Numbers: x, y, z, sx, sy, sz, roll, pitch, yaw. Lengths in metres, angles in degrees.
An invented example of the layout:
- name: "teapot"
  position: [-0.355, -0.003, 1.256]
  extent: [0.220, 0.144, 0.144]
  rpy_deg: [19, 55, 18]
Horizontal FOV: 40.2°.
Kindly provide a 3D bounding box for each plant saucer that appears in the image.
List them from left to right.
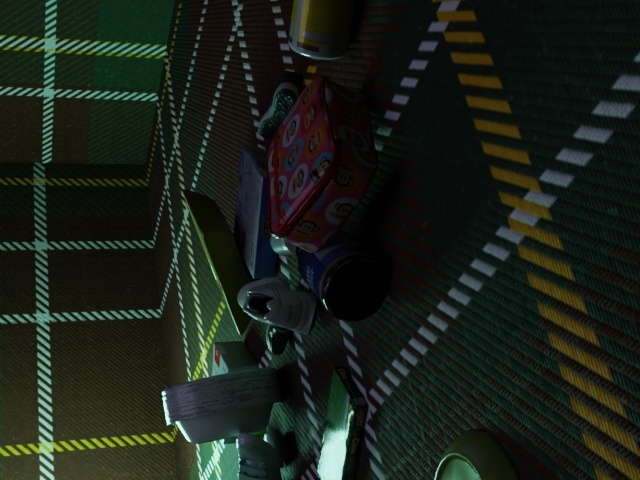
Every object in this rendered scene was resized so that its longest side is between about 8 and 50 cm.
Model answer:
- name: "plant saucer"
  position: [-0.266, 0.043, 2.387]
  extent: [0.333, 0.081, 0.333]
  rpy_deg: [-125, 16, -61]
- name: "plant saucer"
  position: [0.210, 0.383, 1.201]
  extent: [0.241, 0.037, 0.241]
  rpy_deg: [179, 90, -70]

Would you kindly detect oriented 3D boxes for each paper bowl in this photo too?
- name: "paper bowl"
  position: [-0.234, 0.405, 2.119]
  extent: [0.284, 0.284, 0.148]
  rpy_deg: [140, 122, -66]

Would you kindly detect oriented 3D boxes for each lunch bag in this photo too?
- name: "lunch bag"
  position: [-0.110, 0.507, 2.118]
  extent: [0.083, 0.053, 0.071]
  rpy_deg: [97, 164, -50]
- name: "lunch bag"
  position: [-0.014, -0.128, 1.583]
  extent: [0.258, 0.120, 0.293]
  rpy_deg: [-51, 29, 34]

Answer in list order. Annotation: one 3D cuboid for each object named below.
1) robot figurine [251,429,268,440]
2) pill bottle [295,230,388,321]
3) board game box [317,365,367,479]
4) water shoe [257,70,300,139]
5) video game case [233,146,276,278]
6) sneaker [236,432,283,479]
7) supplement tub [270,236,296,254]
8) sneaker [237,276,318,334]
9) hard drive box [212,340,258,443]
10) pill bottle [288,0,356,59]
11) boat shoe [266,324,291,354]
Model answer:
- name: "robot figurine"
  position: [-0.166, 0.528, 2.257]
  extent: [0.115, 0.067, 0.101]
  rpy_deg: [112, 149, -49]
- name: "pill bottle"
  position: [0.030, 0.051, 1.584]
  extent: [0.219, 0.123, 0.123]
  rpy_deg: [-134, 46, -64]
- name: "board game box"
  position: [0.040, 0.392, 1.713]
  extent: [0.136, 0.030, 0.259]
  rpy_deg: [-121, 35, -60]
- name: "water shoe"
  position: [-0.087, -0.310, 2.027]
  extent: [0.203, 0.073, 0.080]
  rpy_deg: [127, 160, -55]
- name: "video game case"
  position: [-0.160, -0.075, 2.227]
  extent: [0.244, 0.061, 0.269]
  rpy_deg: [-127, 41, -60]
- name: "sneaker"
  position: [-0.159, 0.568, 2.029]
  extent: [0.151, 0.094, 0.256]
  rpy_deg: [-58, -34, -39]
- name: "supplement tub"
  position: [-0.065, -0.002, 1.939]
  extent: [0.107, 0.071, 0.071]
  rpy_deg: [170, 99, -70]
- name: "sneaker"
  position: [-0.121, 0.133, 1.953]
  extent: [0.297, 0.129, 0.111]
  rpy_deg: [6, 84, 60]
- name: "hard drive box"
  position: [-0.244, 0.423, 2.450]
  extent: [0.181, 0.089, 0.232]
  rpy_deg: [-141, 53, -65]
- name: "pill bottle"
  position: [0.010, -0.457, 1.632]
  extent: [0.117, 0.117, 0.215]
  rpy_deg: [-119, 34, -54]
- name: "boat shoe"
  position: [-0.095, 0.205, 2.056]
  extent: [0.049, 0.056, 0.152]
  rpy_deg: [-123, 37, -66]
